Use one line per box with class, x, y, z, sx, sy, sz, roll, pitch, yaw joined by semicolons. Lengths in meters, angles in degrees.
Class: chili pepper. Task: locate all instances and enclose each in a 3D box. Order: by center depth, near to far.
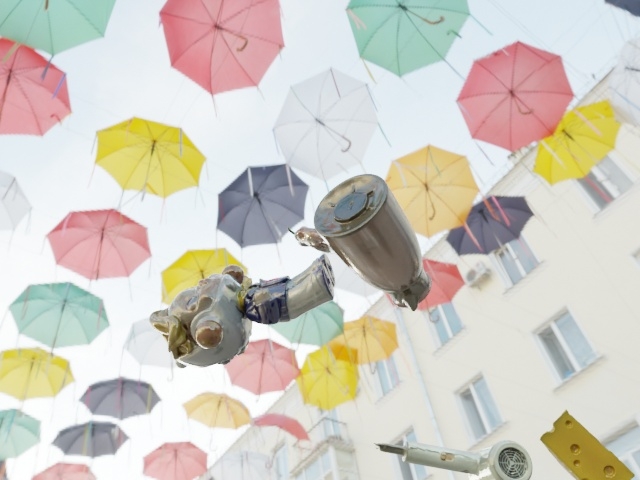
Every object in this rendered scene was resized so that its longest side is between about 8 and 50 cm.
chili pepper;0.000;-0.001;1.011;0.050;0.153;0.041;3;-82;-44

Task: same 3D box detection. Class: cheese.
cheese;0.560;0.457;1.222;0.093;0.126;0.171;-44;-82;-2

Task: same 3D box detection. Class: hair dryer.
hair dryer;0.302;0.521;1.341;0.357;0.108;0.173;9;-30;-1

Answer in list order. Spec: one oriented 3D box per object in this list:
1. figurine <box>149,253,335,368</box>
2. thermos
figurine;-0.109;0.097;0.836;0.274;0.194;0.133;-27;-68;-10
thermos;0.084;0.003;0.761;0.105;0.137;0.193;-28;-52;17
